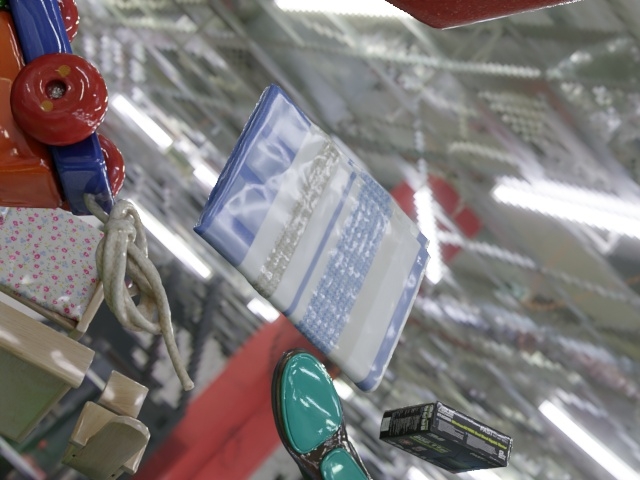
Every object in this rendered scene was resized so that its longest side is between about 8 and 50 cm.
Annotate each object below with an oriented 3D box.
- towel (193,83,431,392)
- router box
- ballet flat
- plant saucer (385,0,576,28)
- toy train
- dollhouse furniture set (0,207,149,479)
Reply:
[{"bbox_3d":[0.000,0.000,1.482,0.034,0.209,0.285,-13,-47,43],"label":"towel"},{"bbox_3d":[0.142,0.224,1.627,0.122,0.038,0.092,28,-28,-29],"label":"router box"},{"bbox_3d":[-0.007,0.186,1.344,0.074,0.074,0.203,24,-39,63],"label":"ballet flat"},{"bbox_3d":[0.160,-0.165,0.665,0.258,0.259,0.047,-59,135,-62],"label":"plant saucer"},{"bbox_3d":[-0.161,-0.030,0.651,0.105,0.143,0.248,96,-24,-71],"label":"toy train"},{"bbox_3d":[-0.265,0.033,1.585,0.303,0.355,0.174,31,-39,-14],"label":"dollhouse furniture set"}]
